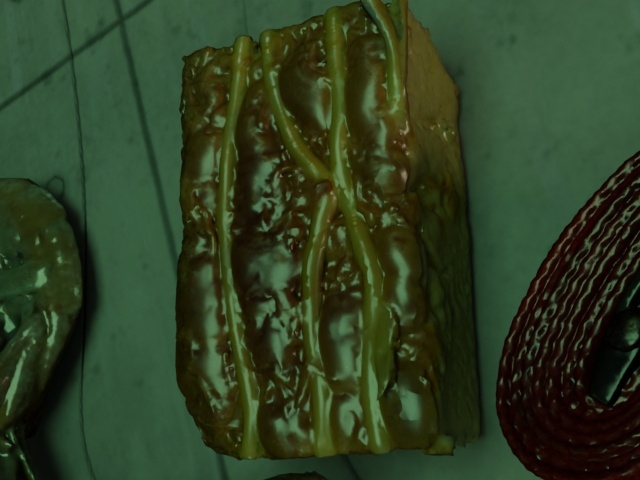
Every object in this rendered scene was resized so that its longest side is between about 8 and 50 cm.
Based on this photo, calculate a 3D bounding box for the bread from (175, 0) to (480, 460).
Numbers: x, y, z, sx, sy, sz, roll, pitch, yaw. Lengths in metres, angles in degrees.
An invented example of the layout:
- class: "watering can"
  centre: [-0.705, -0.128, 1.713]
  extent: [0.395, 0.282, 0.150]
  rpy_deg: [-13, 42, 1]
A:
- class: "bread"
  centre: [0.000, 0.000, 0.621]
  extent: [0.184, 0.114, 0.275]
  rpy_deg: [-10, 76, 32]

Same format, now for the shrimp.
- class: "shrimp"
  centre: [-0.253, 0.084, 0.793]
  extent: [0.168, 0.077, 0.317]
  rpy_deg: [-34, 60, 20]

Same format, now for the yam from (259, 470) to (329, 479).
- class: "yam"
  centre: [-0.117, 0.258, 0.591]
  extent: [0.300, 0.195, 0.195]
  rpy_deg: [-20, 69, 28]

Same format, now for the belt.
- class: "belt"
  centre: [0.189, 0.045, 0.480]
  extent: [0.201, 0.124, 0.128]
  rpy_deg: [-57, 37, 5]
